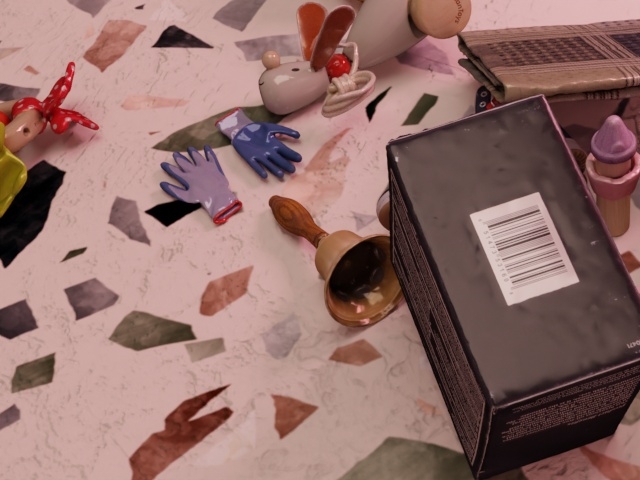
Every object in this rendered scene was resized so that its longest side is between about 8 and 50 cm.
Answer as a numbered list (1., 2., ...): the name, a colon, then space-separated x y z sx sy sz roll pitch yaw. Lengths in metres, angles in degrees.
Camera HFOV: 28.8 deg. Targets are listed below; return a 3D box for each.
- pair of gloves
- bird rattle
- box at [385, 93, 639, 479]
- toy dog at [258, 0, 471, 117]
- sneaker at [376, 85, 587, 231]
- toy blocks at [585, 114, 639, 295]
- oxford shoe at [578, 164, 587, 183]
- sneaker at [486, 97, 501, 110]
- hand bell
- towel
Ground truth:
1. pair of gloves: -0.123 -0.109 1.738 0.198 0.023 0.159 -36 54 -16
2. bird rattle: -0.461 -0.163 1.796 0.207 0.143 0.253 3 47 36
3. box: 0.198 0.058 1.306 0.182 0.294 0.296 -18 67 -5
4. toy dog: 0.054 -0.320 1.763 0.333 0.161 0.220 -37 22 -23
5. sneaker: 0.186 -0.108 1.615 0.282 0.099 0.153 -17 54 -11
6. toy blocks: 0.457 -0.027 1.384 0.308 0.260 0.289 -3 50 10
7. oxford shoe: 0.267 0.001 1.530 0.096 0.083 0.227 35 72 23
8. sneaker: 0.239 -0.139 1.552 0.067 0.042 0.118 8 46 -1
9. hand bell: 0.000 0.000 1.588 0.126 0.126 0.242 -33 38 -15
10. towel: 0.352 -0.226 1.613 0.324 0.056 0.312 -4 22 -4
